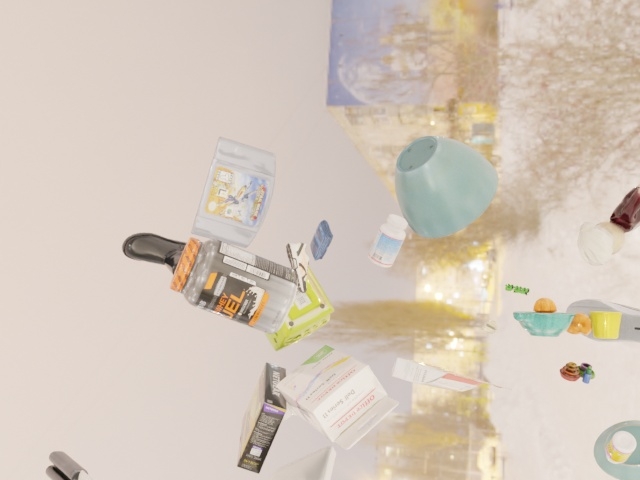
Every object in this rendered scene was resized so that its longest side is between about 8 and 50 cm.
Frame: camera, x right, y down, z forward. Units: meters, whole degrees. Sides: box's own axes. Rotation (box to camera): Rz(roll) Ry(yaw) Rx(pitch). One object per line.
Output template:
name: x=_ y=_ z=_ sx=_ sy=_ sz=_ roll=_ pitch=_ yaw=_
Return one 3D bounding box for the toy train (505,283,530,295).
toy train: x=0.627 y=0.157 z=2.087 sx=0.017 sy=0.083 sz=0.024 roll=-10 pitch=-72 yaw=-47

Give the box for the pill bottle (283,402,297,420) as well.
pill bottle: x=-0.080 y=0.595 z=2.524 sx=0.221 sy=0.124 sz=0.124 roll=-32 pitch=-49 yaw=-31

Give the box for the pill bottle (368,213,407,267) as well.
pill bottle: x=0.220 y=0.000 z=2.105 sx=0.087 sy=0.087 sz=0.160 roll=-53 pitch=-13 yaw=-67

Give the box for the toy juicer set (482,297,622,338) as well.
toy juicer set: x=0.515 y=0.180 z=1.554 sx=0.209 sy=0.329 sz=0.089 roll=131 pitch=140 yaw=-85

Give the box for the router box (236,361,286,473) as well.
router box: x=-0.193 y=0.585 z=2.196 sx=0.309 sy=0.081 sz=0.243 roll=-106 pitch=38 yaw=-77

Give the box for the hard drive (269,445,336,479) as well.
hard drive: x=-0.073 y=0.771 z=2.094 sx=0.047 sy=0.233 sz=0.353 roll=64 pitch=-175 yaw=2

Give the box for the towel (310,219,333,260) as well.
towel: x=0.000 y=0.000 z=1.817 sx=0.119 sy=0.029 sz=0.067 roll=115 pitch=141 yaw=-52

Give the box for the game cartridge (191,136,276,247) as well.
game cartridge: x=-0.242 y=-0.133 z=1.906 sx=0.062 sy=0.198 sz=0.297 roll=-105 pitch=33 yaw=-75

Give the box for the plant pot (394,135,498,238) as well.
plant pot: x=0.320 y=-0.178 z=1.837 sx=0.195 sy=0.290 sz=0.290 roll=44 pitch=-139 yaw=-31

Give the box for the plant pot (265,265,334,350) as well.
plant pot: x=-0.095 y=0.217 z=2.236 sx=0.228 sy=0.227 sz=0.207 roll=59 pitch=159 yaw=10

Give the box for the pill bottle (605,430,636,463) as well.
pill bottle: x=0.588 y=0.410 z=1.289 sx=0.083 sy=0.043 sz=0.043 roll=81 pitch=-164 yaw=-51

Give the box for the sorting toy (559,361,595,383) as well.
sorting toy: x=0.621 y=0.308 z=1.563 sx=0.061 sy=0.102 sz=0.042 roll=37 pitch=125 yaw=54

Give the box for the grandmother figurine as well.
grandmother figurine: x=0.661 y=-0.082 z=1.327 sx=0.104 sy=0.342 sz=0.208 roll=49 pitch=-174 yaw=30

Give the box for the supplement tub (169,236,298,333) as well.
supplement tub: x=-0.143 y=0.071 z=1.079 sx=0.117 sy=0.190 sz=0.117 roll=-158 pitch=90 yaw=-77

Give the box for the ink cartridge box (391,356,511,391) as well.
ink cartridge box: x=0.323 y=0.351 z=1.621 sx=0.189 sy=0.232 sz=0.066 roll=22 pitch=-95 yaw=-45

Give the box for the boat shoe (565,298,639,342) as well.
boat shoe: x=0.792 y=0.220 z=1.703 sx=0.094 sy=0.302 sz=0.109 roll=7 pitch=-88 yaw=-40

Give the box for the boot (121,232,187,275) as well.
boot: x=-0.479 y=0.054 z=2.049 sx=0.207 sy=0.246 sz=0.094 roll=33 pitch=110 yaw=58

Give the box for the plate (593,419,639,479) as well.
plate: x=0.755 y=0.499 z=1.579 sx=0.024 sy=0.188 sz=0.188 roll=63 pitch=-154 yaw=-25

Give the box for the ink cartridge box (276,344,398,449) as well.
ink cartridge box: x=0.041 y=0.431 z=1.847 sx=0.119 sy=0.207 sz=0.353 roll=58 pitch=161 yaw=-16

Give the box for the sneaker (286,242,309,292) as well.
sneaker: x=-0.039 y=0.055 z=1.369 sx=0.040 sy=0.043 sz=0.109 roll=-4 pitch=96 yaw=66

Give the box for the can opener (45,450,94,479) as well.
can opener: x=-0.633 y=0.599 z=1.629 sx=0.095 sy=0.283 sz=0.076 roll=16 pitch=-96 yaw=-43
